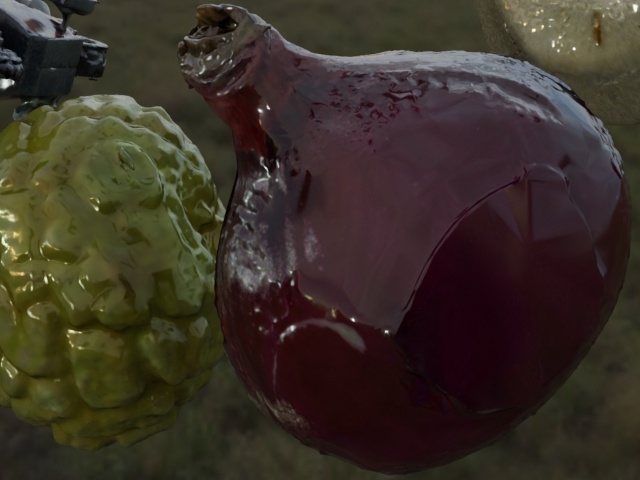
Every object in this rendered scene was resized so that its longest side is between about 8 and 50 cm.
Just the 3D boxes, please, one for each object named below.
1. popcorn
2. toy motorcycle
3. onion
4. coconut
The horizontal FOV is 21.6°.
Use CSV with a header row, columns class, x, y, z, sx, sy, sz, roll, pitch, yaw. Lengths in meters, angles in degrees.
class,x,y,z,sx,sy,sz,roll,pitch,yaw
popcorn,-0.173,0.014,1.180,0.251,0.237,0.206,27,35,10
toy motorcycle,-0.270,-0.155,1.283,0.173,0.108,0.307,16,8,6
onion,0.029,-0.018,0.696,0.195,0.218,0.140,-45,22,-16
coconut,0.231,-0.191,1.216,0.224,0.224,0.234,11,8,31
